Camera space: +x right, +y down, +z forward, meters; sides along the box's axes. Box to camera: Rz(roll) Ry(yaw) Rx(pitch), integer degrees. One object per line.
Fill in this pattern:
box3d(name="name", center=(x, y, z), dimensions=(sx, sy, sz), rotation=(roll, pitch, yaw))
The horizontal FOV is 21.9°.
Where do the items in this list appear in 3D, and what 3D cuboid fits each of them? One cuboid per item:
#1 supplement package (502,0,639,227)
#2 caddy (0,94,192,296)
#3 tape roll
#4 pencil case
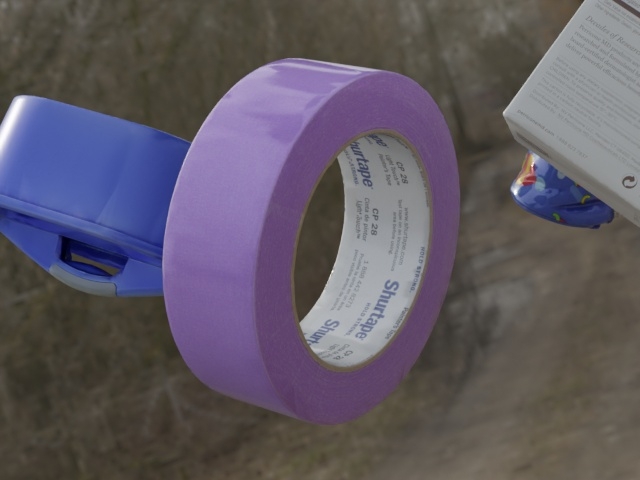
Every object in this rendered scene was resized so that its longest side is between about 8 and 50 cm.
box3d(name="supplement package", center=(0.252, -0.139, 1.138), dimensions=(0.244, 0.134, 0.139), rotation=(-54, -10, 2))
box3d(name="caddy", center=(-0.234, -0.027, 1.848), dimensions=(0.341, 0.179, 0.241), rotation=(16, -9, 25))
box3d(name="tape roll", center=(0.000, 0.000, 1.285), dimensions=(0.090, 0.275, 0.275), rotation=(12, 22, 34))
box3d(name="pencil case", center=(0.338, -0.153, 1.943), dimensions=(0.133, 0.306, 0.119), rotation=(24, 20, 3))
